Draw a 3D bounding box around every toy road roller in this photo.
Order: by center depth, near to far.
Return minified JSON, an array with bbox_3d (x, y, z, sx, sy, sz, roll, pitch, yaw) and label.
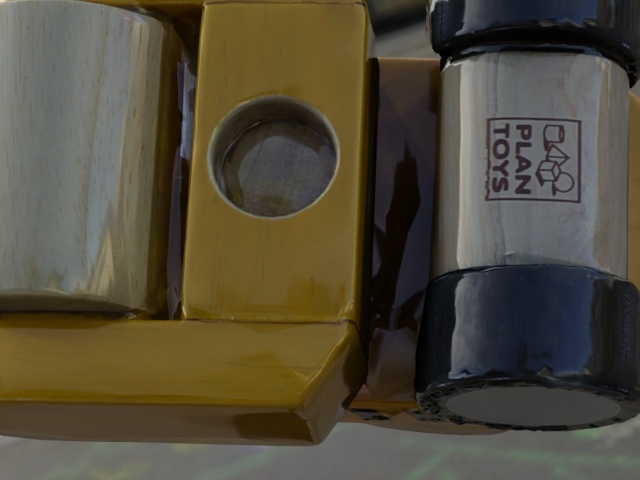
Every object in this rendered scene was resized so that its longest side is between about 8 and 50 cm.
[{"bbox_3d":[0.000,0.000,0.877,0.329,0.202,0.240,1,-18,4],"label":"toy road roller"}]
